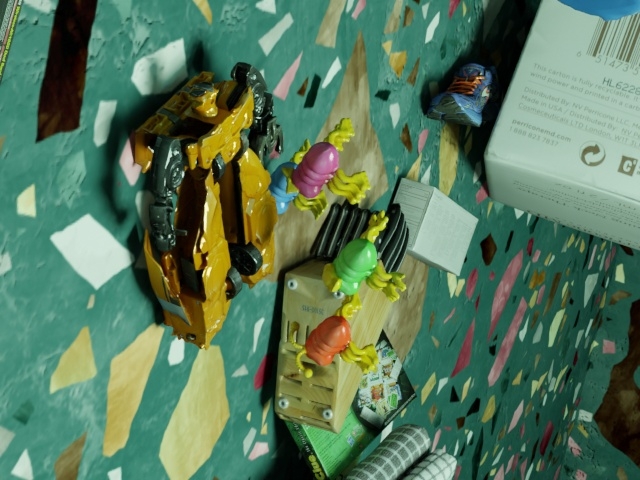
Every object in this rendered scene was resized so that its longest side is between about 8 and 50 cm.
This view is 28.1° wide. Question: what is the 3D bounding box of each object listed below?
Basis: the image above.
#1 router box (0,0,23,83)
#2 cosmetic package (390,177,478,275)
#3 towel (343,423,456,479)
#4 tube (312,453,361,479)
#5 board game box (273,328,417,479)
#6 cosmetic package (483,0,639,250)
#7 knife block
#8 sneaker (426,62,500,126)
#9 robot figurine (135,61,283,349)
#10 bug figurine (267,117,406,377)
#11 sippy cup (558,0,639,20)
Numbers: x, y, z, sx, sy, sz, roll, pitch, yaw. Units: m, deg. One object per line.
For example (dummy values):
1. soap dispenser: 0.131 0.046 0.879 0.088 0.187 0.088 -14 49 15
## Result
1. router box: -0.271 -0.157 0.947 0.092 0.038 0.122 10 98 -65
2. cosmetic package: 0.167 -0.018 1.923 0.239 0.060 0.099 27 84 -65
3. towel: 0.044 0.402 1.758 0.235 0.121 0.284 -37 161 -43
4. tube: 0.021 0.346 1.872 0.062 0.070 0.240 -124 -131 -68
5. board game box: 0.040 0.219 1.775 0.259 0.030 0.136 -34 102 -53
6. cosmetic package: 0.466 -0.194 2.014 0.393 0.329 0.327 40 70 -79
7. knife block: 0.040 0.086 1.677 0.242 0.088 0.276 -23 121 -61
8. sneaker: 0.212 -0.218 1.881 0.221 0.083 0.087 -28 125 -68
9. robot figurine: -0.115 -0.039 1.295 0.211 0.085 0.291 -50 148 -40
10. bug figurine: 0.000 0.000 1.374 0.072 0.279 0.216 -7 155 -24
11. sippy cup: 0.315 -0.360 1.312 0.224 0.240 0.305 -58 155 -17
